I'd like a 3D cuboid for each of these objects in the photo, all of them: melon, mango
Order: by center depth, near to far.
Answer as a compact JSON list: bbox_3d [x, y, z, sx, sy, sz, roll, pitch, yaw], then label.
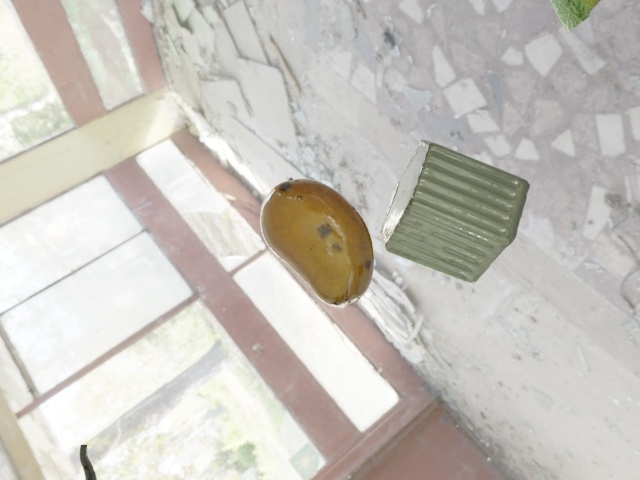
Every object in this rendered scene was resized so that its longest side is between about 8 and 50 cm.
[{"bbox_3d":[0.001,-0.003,0.647,0.178,0.115,0.090,45,180,11],"label":"mango"},{"bbox_3d":[0.451,-0.519,0.902,0.053,0.114,0.262,-75,-33,-83],"label":"melon"}]

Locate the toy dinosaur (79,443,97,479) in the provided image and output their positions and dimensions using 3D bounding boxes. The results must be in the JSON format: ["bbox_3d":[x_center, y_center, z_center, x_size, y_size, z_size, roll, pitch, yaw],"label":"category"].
[{"bbox_3d":[-0.297,0.367,0.582,0.087,0.179,0.187,24,-172,-7],"label":"toy dinosaur"}]

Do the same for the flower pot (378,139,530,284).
[{"bbox_3d":[0.234,-0.055,0.932,0.189,0.209,0.239,23,135,-4],"label":"flower pot"}]
